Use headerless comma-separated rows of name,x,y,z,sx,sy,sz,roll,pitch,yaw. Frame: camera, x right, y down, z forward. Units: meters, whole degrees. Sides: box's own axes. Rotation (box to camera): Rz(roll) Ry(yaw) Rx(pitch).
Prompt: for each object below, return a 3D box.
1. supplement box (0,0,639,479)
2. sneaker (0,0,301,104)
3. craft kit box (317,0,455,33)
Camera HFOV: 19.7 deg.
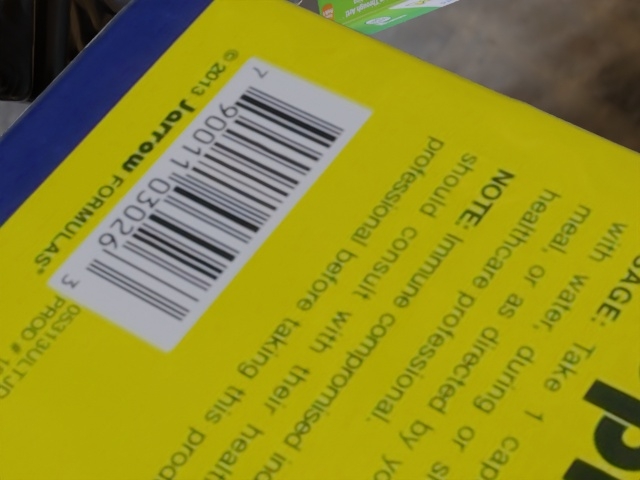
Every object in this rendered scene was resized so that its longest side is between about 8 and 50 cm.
supplement box,0.057,0.104,0.506,0.357,0.195,0.194,26,-27,27
sneaker,-0.210,-0.138,0.597,0.257,0.169,0.448,21,25,40
craft kit box,0.075,-0.290,1.278,0.061,0.246,0.250,-3,-7,-39
